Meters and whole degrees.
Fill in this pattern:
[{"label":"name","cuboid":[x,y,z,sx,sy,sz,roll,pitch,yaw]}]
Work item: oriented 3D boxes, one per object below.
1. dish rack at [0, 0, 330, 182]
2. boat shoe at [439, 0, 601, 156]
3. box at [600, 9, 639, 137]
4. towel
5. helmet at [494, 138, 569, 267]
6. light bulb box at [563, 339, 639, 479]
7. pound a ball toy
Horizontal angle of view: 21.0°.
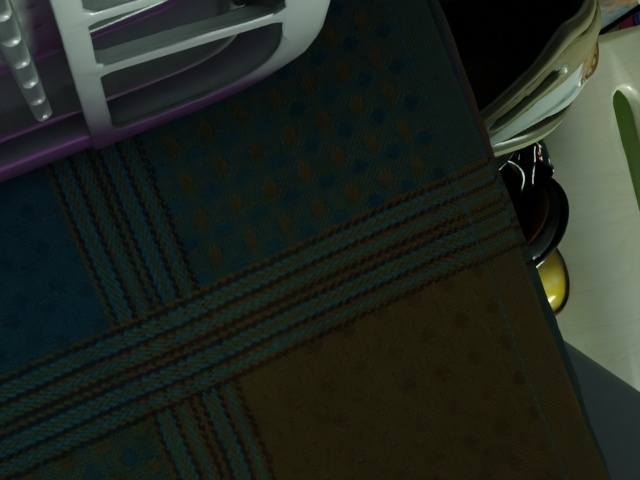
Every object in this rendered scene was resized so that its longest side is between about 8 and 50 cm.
[{"label":"dish rack","cuboid":[-0.157,-0.059,0.507,0.332,0.072,0.285,-23,173,-7]},{"label":"boat shoe","cuboid":[0.001,-0.064,0.853,0.302,0.113,0.103,-26,165,-18]},{"label":"box","cuboid":[0.323,-0.093,1.318,0.290,0.177,0.279,-17,171,-38]},{"label":"towel","cuboid":[-0.029,0.072,0.686,0.271,0.370,0.040,-21,-179,-12]},{"label":"helmet","cuboid":[0.049,-0.020,0.993,0.161,0.169,0.169,-44,174,-6]},{"label":"light bulb box","cuboid":[0.048,0.246,0.824,0.361,0.358,0.225,-58,-176,-17]},{"label":"pound a ball toy","cuboid":[0.186,-0.016,1.081,0.135,0.319,0.208,-18,-174,-33]}]
